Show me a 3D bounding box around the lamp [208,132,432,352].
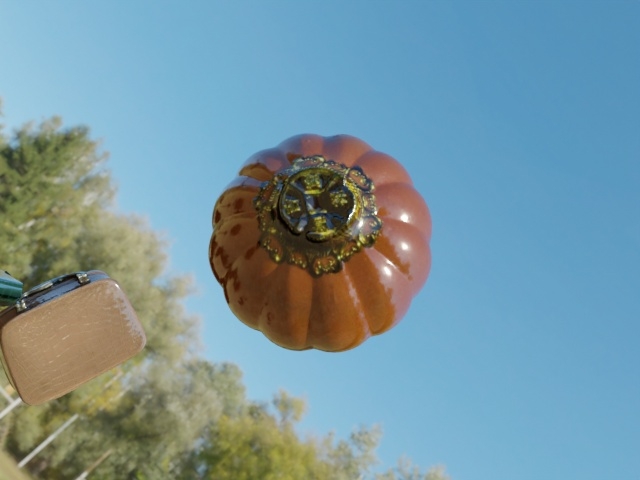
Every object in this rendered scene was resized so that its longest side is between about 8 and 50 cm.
[{"bbox_3d":[0.000,0.000,0.816,0.223,0.223,0.196,40,-14,17],"label":"lamp"}]

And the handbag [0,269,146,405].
[{"bbox_3d":[-0.360,0.130,1.180,0.072,0.193,0.151,19,-48,58],"label":"handbag"}]

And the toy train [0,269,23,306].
[{"bbox_3d":[-0.359,0.039,0.873,0.071,0.038,0.148,40,-9,-1],"label":"toy train"}]
